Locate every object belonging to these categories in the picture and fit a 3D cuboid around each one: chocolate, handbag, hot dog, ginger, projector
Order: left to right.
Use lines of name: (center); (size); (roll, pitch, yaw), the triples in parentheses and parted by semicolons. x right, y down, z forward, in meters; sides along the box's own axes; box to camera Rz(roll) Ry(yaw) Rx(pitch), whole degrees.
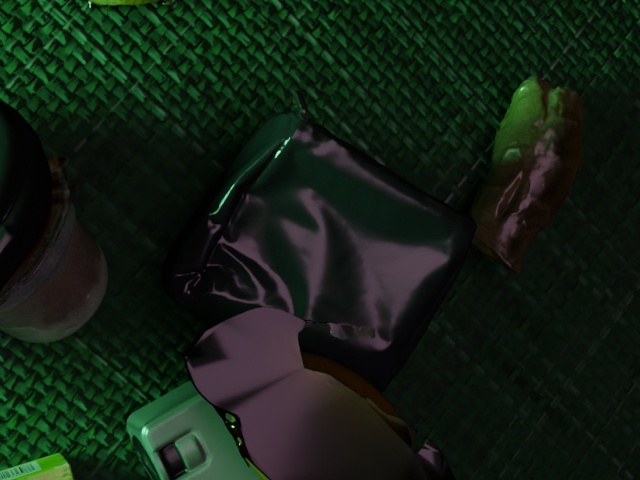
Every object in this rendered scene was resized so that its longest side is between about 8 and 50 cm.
handbag: (-0.394, -0.006, 1.093); (0.308, 0.253, 0.093); (-56, 144, -14)
chocolate: (-0.303, 0.028, 1.184); (0.221, 0.221, 0.147); (-58, 137, -12)
projector: (-0.093, 0.278, 1.302); (0.192, 0.099, 0.257); (-29, 103, -22)
hot dog: (-0.006, 0.193, 1.227); (0.194, 0.107, 0.326); (-37, 103, -17)
handbag: (-0.001, 0.000, 1.296); (0.301, 0.178, 0.275); (28, 95, -20)
ginger: (0.272, -0.086, 1.450); (0.116, 0.109, 0.263); (33, 77, -48)

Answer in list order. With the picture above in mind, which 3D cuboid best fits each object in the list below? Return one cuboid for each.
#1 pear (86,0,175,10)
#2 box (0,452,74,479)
pear: (-0.198, -0.391, 1.205); (0.266, 0.178, 0.267); (2, 86, -23)
box: (-0.335, 0.386, 1.218); (0.175, 0.062, 0.261); (-15, 98, -23)
